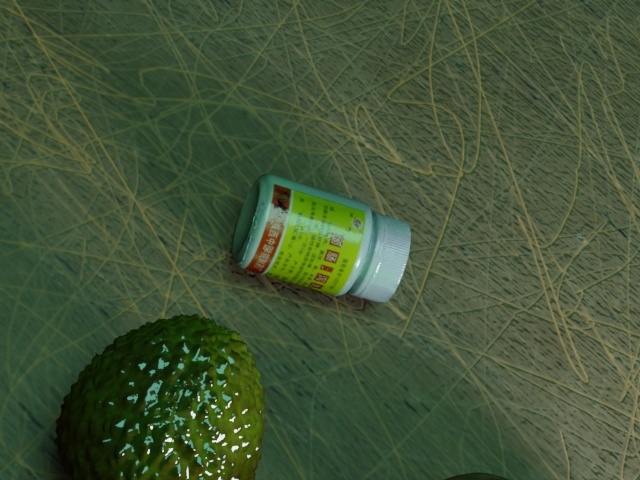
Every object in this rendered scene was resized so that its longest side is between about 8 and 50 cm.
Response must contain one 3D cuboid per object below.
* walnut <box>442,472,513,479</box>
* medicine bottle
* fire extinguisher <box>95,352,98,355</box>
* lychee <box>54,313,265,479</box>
[{"bbox_3d":[0.205,0.422,1.889,0.248,0.248,0.248,10,61,-18],"label":"walnut"},{"bbox_3d":[0.000,0.000,2.073,0.225,0.139,0.139,16,59,-14],"label":"medicine bottle"},{"bbox_3d":[-0.296,0.190,1.923,0.038,0.025,0.083,49,47,-40],"label":"fire extinguisher"},{"bbox_3d":[-0.193,0.243,1.799,0.270,0.320,0.270,39,24,-21],"label":"lychee"}]
